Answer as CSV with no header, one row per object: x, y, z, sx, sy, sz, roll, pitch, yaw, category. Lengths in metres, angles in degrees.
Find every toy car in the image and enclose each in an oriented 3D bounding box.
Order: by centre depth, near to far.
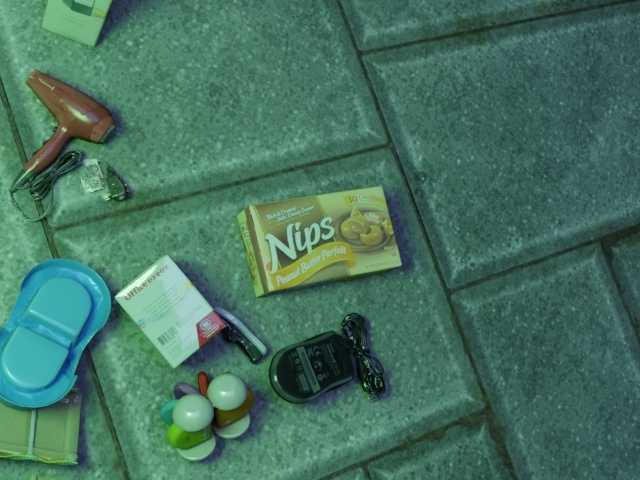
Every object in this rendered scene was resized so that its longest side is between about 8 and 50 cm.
-0.223,0.315,1.729,0.182,0.159,0.136,-29,54,-27,toy car

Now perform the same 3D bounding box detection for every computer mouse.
-0.002,0.265,1.871,0.272,0.072,0.188,-10,78,-38,computer mouse

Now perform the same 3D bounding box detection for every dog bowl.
-0.496,0.173,1.640,0.166,0.074,0.297,30,52,-13,dog bowl

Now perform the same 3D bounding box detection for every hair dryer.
-0.504,-0.197,1.767,0.224,0.080,0.293,-12,81,-25,hair dryer

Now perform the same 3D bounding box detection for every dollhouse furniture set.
-0.544,0.404,1.595,0.198,0.151,0.301,17,41,-25,dollhouse furniture set

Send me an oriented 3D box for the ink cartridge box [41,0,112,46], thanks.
-0.427,-0.546,1.739,0.119,0.353,0.207,20,69,-18,ink cartridge box

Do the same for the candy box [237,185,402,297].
0.000,0.000,1.926,0.317,0.087,0.182,-10,80,-25,candy box

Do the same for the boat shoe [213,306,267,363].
-0.168,0.190,1.826,0.142,0.049,0.040,44,64,-10,boat shoe

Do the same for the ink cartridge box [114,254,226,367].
-0.284,0.131,1.730,0.128,0.127,0.176,-39,94,-7,ink cartridge box
